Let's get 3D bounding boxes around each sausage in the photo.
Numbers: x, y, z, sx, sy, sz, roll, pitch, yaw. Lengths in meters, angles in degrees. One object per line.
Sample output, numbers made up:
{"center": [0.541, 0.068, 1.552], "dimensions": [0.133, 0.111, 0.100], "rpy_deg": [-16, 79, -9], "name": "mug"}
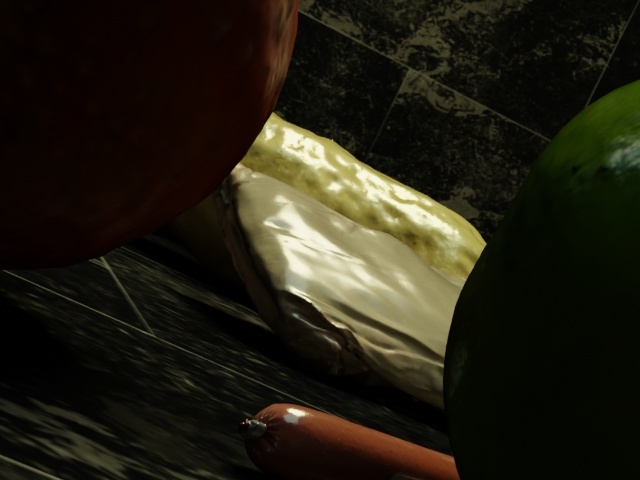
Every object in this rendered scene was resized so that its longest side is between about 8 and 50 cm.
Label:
{"center": [0.049, 0.100, 0.653], "dimensions": [0.223, 0.029, 0.029], "rpy_deg": [24, 3, -40], "name": "sausage"}

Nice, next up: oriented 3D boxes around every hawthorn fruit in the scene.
{"center": [-0.131, -0.111, 0.680], "dimensions": [0.287, 0.287, 0.330], "rpy_deg": [27, -4, 23], "name": "hawthorn fruit"}

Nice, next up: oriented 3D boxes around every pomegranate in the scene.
{"center": [0.148, 0.061, 0.514], "dimensions": [0.236, 0.236, 0.302], "rpy_deg": [26, 23, 5], "name": "pomegranate"}

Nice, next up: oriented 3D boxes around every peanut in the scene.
{"center": [0.000, 0.000, 1.202], "dimensions": [0.319, 0.147, 0.147], "rpy_deg": [33, 3, 6], "name": "peanut"}

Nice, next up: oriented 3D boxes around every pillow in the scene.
{"center": [0.057, 0.050, 1.043], "dimensions": [0.270, 0.067, 0.173], "rpy_deg": [25, 25, -28], "name": "pillow"}

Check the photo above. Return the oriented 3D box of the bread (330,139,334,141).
{"center": [-0.088, -0.058, 1.435], "dimensions": [0.129, 0.134, 0.260], "rpy_deg": [15, -8, 32], "name": "bread"}
